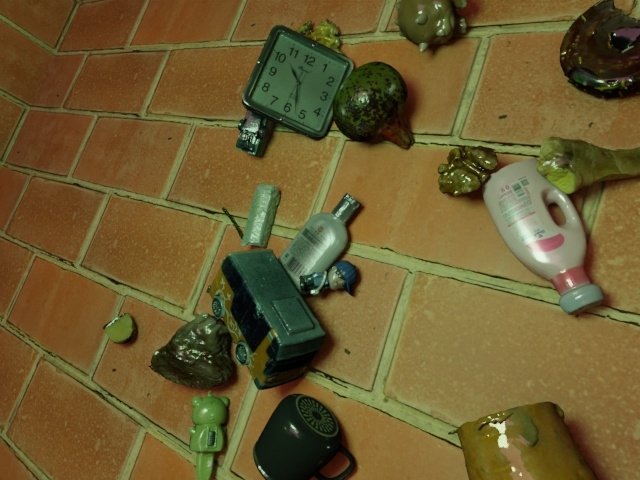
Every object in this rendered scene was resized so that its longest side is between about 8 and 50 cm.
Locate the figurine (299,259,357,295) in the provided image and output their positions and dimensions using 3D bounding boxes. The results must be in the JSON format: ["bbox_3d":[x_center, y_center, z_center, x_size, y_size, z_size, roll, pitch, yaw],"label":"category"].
[{"bbox_3d":[0.022,0.102,1.161,0.149,0.086,0.087,-9,47,3],"label":"figurine"}]

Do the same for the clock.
[{"bbox_3d":[-0.068,-0.473,1.371,0.273,0.049,0.279,24,83,-7],"label":"clock"}]

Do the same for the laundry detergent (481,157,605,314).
[{"bbox_3d":[0.471,-0.011,0.951,0.158,0.088,0.336,-25,63,13],"label":"laundry detergent"}]

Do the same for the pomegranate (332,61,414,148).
[{"bbox_3d":[0.154,-0.340,1.212,0.214,0.214,0.248,-43,94,10],"label":"pomegranate"}]

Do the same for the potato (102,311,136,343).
[{"bbox_3d":[-0.648,0.307,1.492,0.096,0.067,0.103,-33,51,-13],"label":"potato"}]

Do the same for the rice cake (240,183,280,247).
[{"bbox_3d":[-0.176,-0.071,1.360,0.069,0.063,0.207,5,76,25],"label":"rice cake"}]

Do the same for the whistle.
[{"bbox_3d":[-0.299,0.517,1.203,0.085,0.105,0.228,-23,61,56],"label":"whistle"}]

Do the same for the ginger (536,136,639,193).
[{"bbox_3d":[0.588,-0.172,0.925,0.294,0.086,0.131,-11,58,5],"label":"ginger"}]

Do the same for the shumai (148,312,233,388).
[{"bbox_3d":[-0.332,0.307,1.281,0.218,0.184,0.186,-20,28,35],"label":"shumai"}]

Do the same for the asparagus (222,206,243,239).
[{"bbox_3d":[-0.280,-0.060,1.445,0.163,0.016,0.016,51,119,32],"label":"asparagus"}]

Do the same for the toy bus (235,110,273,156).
[{"bbox_3d":[-0.189,-0.399,1.438,0.091,0.109,0.262,21,92,10],"label":"toy bus"}]

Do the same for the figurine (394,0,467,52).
[{"bbox_3d":[0.282,-0.631,1.232,0.172,0.177,0.248,-19,74,3],"label":"figurine"}]

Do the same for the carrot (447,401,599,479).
[{"bbox_3d":[0.381,0.463,0.756,0.224,0.224,0.341,-28,56,19],"label":"carrot"}]

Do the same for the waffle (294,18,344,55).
[{"bbox_3d":[-0.049,-0.609,1.488,0.261,0.056,0.250,-29,61,17],"label":"waffle"}]

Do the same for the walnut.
[{"bbox_3d":[0.333,-0.171,1.055,0.143,0.069,0.170,-52,17,1],"label":"walnut"}]

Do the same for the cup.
[{"bbox_3d":[-0.035,0.477,1.035,0.223,0.169,0.177,38,98,3],"label":"cup"}]

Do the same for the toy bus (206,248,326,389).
[{"bbox_3d":[-0.143,0.187,1.155,0.324,0.161,0.194,53,128,31],"label":"toy bus"}]

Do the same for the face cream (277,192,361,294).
[{"bbox_3d":[0.000,0.000,1.227,0.144,0.071,0.291,39,95,31],"label":"face cream"}]

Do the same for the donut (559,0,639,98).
[{"bbox_3d":[0.648,-0.407,0.987,0.230,0.096,0.216,23,87,34],"label":"donut"}]
